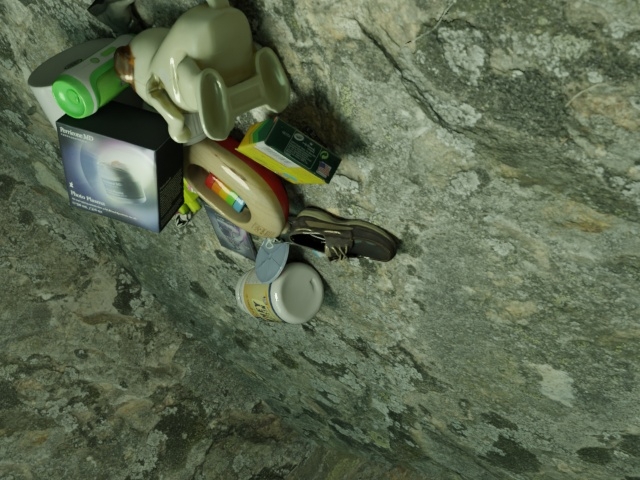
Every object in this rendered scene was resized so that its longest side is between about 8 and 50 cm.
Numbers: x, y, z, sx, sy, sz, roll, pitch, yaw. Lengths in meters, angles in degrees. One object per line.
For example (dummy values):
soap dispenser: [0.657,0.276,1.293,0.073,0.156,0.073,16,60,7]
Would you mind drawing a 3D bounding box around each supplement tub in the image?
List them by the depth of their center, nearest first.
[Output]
supplement tub: [-0.163,0.199,2.242,0.316,0.228,0.228,-6,129,52]

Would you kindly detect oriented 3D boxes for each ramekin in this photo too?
ramekin: [-0.428,-0.380,1.749,0.207,0.207,0.109,25,139,24]

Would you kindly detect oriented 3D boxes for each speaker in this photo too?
speaker: [-0.586,-0.453,1.605,0.131,0.296,0.131,17,136,17]

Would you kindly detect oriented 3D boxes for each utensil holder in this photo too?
utensil holder: [-0.692,-0.403,1.892,0.327,0.327,0.385,15,142,36]

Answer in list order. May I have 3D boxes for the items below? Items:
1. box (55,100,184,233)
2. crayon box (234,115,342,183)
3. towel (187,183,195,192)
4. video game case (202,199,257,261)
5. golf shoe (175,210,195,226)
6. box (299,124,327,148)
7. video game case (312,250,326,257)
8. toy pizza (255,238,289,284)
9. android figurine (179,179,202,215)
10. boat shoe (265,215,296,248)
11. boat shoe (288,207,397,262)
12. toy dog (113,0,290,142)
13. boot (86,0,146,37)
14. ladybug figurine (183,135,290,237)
box: [-0.559,-0.216,1.678,0.296,0.183,0.294,16,131,7]
crayon box: [-0.098,-0.235,1.584,0.202,0.081,0.318,30,174,-22]
towel: [-0.410,-0.214,2.101,0.197,0.029,0.144,20,132,29]
video game case: [-0.353,-0.037,2.333,0.196,0.026,0.274,23,147,27]
golf shoe: [-0.582,-0.092,2.453,0.067,0.086,0.186,42,153,-9]
box: [-0.029,-0.272,1.628,0.083,0.018,0.067,46,151,-13]
video game case: [0.000,0.000,1.991,0.119,0.015,0.166,46,151,-14]
toy pizza: [-0.167,0.062,2.110,0.032,0.201,0.201,22,163,-34]
android figurine: [-0.571,-0.221,2.267,0.248,0.056,0.273,-8,123,47]
boat shoe: [-0.154,-0.034,2.008,0.306,0.105,0.113,27,143,27]
boat shoe: [0.060,0.012,1.806,0.355,0.130,0.132,15,143,29]
toy dog: [-0.349,-0.439,1.494,0.408,0.284,0.395,11,134,42]
boot: [-0.535,-0.630,1.658,0.246,0.083,0.161,4,149,46]
ladybug figurine: [-0.264,-0.188,1.869,0.449,0.162,0.305,41,152,-5]
